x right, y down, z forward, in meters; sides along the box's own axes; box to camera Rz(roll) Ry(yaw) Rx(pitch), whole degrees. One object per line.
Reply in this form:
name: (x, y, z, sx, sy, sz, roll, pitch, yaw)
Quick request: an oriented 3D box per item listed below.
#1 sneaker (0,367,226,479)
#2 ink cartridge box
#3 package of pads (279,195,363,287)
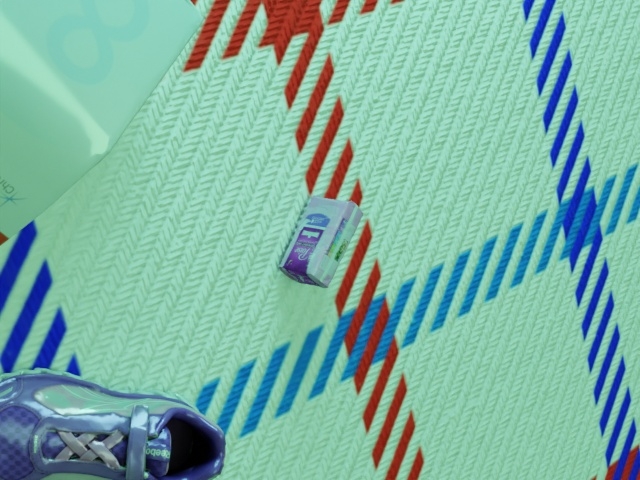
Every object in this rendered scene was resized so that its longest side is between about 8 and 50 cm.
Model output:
sneaker: (-0.172, 0.159, 0.984, 0.236, 0.104, 0.095, 9, 90, -38)
ink cartridge box: (-0.301, -0.118, 0.863, 0.308, 0.091, 0.385, 44, 66, -33)
package of pads: (0.000, 0.000, 1.139, 0.032, 0.050, 0.083, 39, 70, -40)
